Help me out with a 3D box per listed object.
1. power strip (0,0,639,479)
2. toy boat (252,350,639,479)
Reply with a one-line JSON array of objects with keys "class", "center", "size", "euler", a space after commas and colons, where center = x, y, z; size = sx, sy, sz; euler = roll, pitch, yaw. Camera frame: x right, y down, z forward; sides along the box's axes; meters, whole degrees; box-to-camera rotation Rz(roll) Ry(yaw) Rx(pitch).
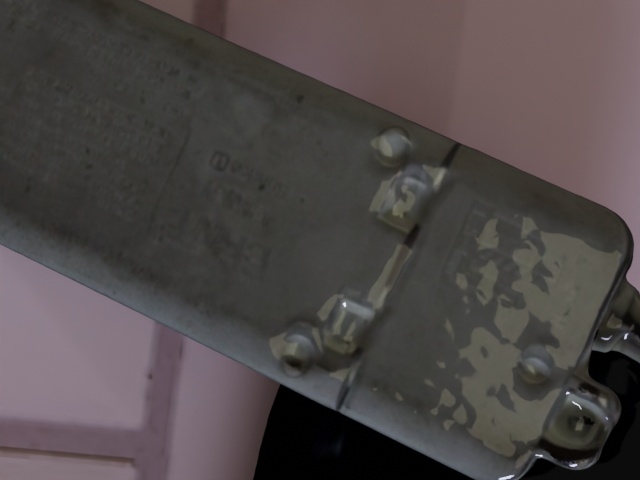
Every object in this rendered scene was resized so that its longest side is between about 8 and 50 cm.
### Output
[{"class": "power strip", "center": [0.000, 0.000, 0.447], "size": [0.288, 0.053, 0.093], "euler": [26, 88, 9]}, {"class": "toy boat", "center": [0.042, 0.150, 0.498], "size": [0.134, 0.092, 0.298], "euler": [10, 85, 20]}]
